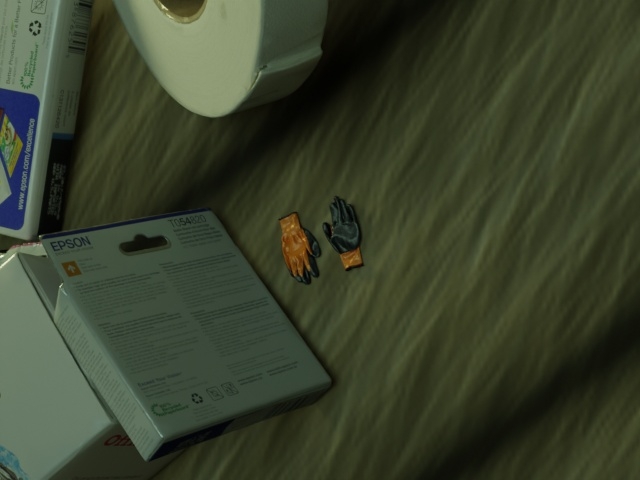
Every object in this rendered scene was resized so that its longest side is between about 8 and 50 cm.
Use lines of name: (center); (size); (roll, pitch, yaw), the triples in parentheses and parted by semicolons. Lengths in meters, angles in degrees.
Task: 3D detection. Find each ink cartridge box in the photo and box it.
ink cartridge box: (-0.399, -0.177, 1.443); (0.307, 0.072, 0.304); (13, 99, 26)
ink cartridge box: (-0.286, 0.177, 1.294); (0.270, 0.198, 0.197); (-39, 69, 13)
ink cartridge box: (-0.129, 0.078, 1.228); (0.224, 0.223, 0.045); (55, 128, 20)

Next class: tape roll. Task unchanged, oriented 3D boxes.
tape roll: (-0.119, -0.304, 1.215); (0.072, 0.392, 0.392); (-21, 69, -25)

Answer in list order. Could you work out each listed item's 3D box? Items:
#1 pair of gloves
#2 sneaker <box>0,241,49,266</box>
pair of gloves: (0.000, 0.000, 1.294); (0.083, 0.010, 0.074); (-19, 76, 20)
sneaker: (-0.307, 0.042, 1.402); (0.178, 0.072, 0.077); (-10, 91, 30)
